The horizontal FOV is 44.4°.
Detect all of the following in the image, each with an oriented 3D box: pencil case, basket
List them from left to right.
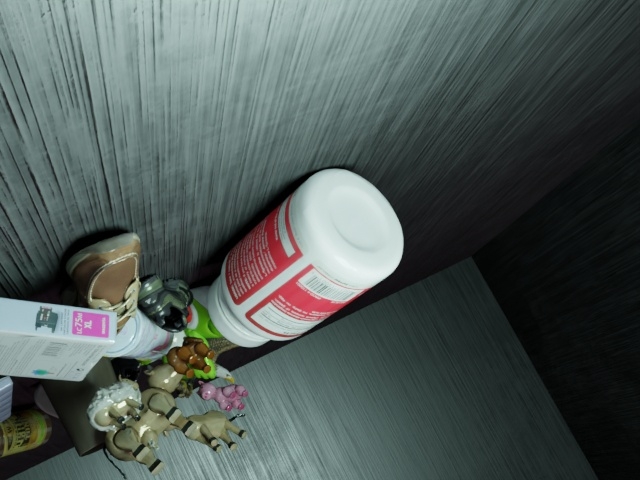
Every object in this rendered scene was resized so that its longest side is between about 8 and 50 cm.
[{"bbox_3d":[-0.515,0.345,1.726,0.154,0.226,0.204,-17,164,-42],"label":"basket"},{"bbox_3d":[-0.389,0.191,1.618,0.124,0.113,0.273,-48,170,-4],"label":"pencil case"}]

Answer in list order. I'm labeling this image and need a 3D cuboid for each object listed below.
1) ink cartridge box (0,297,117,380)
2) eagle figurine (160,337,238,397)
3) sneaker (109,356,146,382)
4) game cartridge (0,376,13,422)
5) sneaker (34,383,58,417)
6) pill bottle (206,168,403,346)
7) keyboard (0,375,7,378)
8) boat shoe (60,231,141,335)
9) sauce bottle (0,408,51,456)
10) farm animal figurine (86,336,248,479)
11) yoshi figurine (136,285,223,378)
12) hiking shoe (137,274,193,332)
[{"bbox_3d":[-0.482,0.144,1.163,0.311,0.065,0.186,9,148,-31],"label":"ink cartridge box"},{"bbox_3d":[-0.323,0.328,2.300,0.226,0.225,0.298,21,-108,52],"label":"eagle figurine"},{"bbox_3d":[-0.510,0.329,1.982,0.084,0.097,0.235,-16,163,-43],"label":"sneaker"},{"bbox_3d":[-0.794,0.406,1.584,0.355,0.068,0.230,-33,171,-34],"label":"game cartridge"},{"bbox_3d":[-0.635,0.413,2.035,0.169,0.108,0.293,-8,162,41],"label":"sneaker"},{"bbox_3d":[-0.049,0.055,1.525,0.229,0.229,0.408,-15,163,-45],"label":"pill bottle"},{"bbox_3d":[-0.606,0.233,1.450,0.108,0.023,0.180,-20,168,-8],"label":"keyboard"},{"bbox_3d":[-0.340,0.085,1.272,0.123,0.116,0.324,-24,168,-27],"label":"boat shoe"},{"bbox_3d":[-0.817,0.496,1.978,0.111,0.111,0.344,-30,170,10],"label":"sauce bottle"},{"bbox_3d":[-0.326,0.357,1.666,0.327,0.172,0.330,-36,133,-32],"label":"farm animal figurine"},{"bbox_3d":[-0.261,0.213,1.833,0.362,0.203,0.203,-27,177,21],"label":"yoshi figurine"},{"bbox_3d":[-0.308,0.139,1.584,0.086,0.114,0.227,-29,168,8],"label":"hiking shoe"}]
